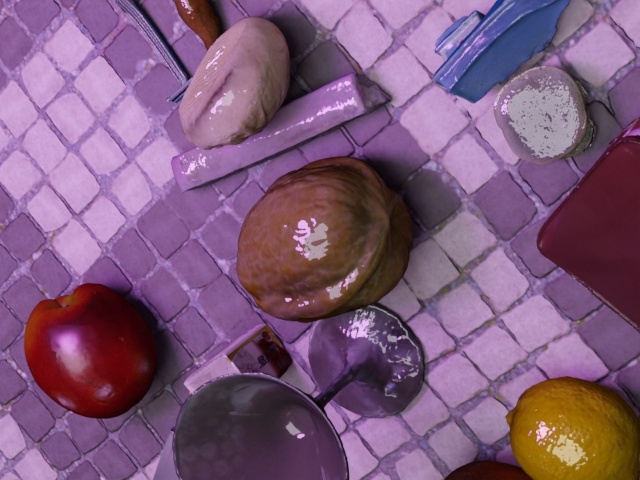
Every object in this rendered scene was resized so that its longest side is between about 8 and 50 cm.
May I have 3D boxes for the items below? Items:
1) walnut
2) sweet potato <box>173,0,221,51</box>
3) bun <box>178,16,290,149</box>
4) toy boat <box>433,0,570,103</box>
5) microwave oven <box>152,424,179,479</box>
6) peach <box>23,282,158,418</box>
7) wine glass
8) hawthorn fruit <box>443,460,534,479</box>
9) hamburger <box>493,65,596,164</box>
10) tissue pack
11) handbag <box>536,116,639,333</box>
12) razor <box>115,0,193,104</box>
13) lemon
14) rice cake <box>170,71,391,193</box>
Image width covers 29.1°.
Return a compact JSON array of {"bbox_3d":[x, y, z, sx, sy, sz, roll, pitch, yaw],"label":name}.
[{"bbox_3d":[0.000,0.000,1.848,0.283,0.227,0.282,-25,52,37],"label":"walnut"},{"bbox_3d":[-0.220,-0.411,1.909,0.067,0.067,0.273,-21,104,28],"label":"sweet potato"},{"bbox_3d":[-0.116,-0.226,1.857,0.127,0.222,0.222,29,121,-23],"label":"bun"},{"bbox_3d":[0.254,-0.302,1.715,0.238,0.109,0.098,-43,52,29],"label":"toy boat"},{"bbox_3d":[-0.168,0.360,2.046,0.129,0.205,0.163,29,117,14],"label":"microwave oven"},{"bbox_3d":[-0.397,0.197,2.106,0.243,0.199,0.243,14,120,26],"label":"peach"},{"bbox_3d":[-0.007,0.242,1.822,0.267,0.406,0.267,8,110,22],"label":"wine glass"},{"bbox_3d":[0.299,0.446,1.870,0.262,0.210,0.210,9,110,6],"label":"hawthorn fruit"},{"bbox_3d":[0.316,-0.176,1.739,0.133,0.062,0.140,-22,94,25],"label":"hamburger"},{"bbox_3d":[-0.131,0.218,2.017,0.106,0.149,0.099,-37,89,29],"label":"tissue pack"},{"bbox_3d":[0.466,-0.001,1.690,0.275,0.084,0.260,38,129,7],"label":"handbag"},{"bbox_3d":[-0.262,-0.314,1.975,0.068,0.037,0.191,-35,87,33],"label":"razor"},{"bbox_3d":[0.372,0.287,1.797,0.193,0.181,0.180,21,115,43],"label":"lemon"},{"bbox_3d":[-0.078,-0.166,1.921,0.399,0.064,0.070,-22,90,28],"label":"rice cake"}]
